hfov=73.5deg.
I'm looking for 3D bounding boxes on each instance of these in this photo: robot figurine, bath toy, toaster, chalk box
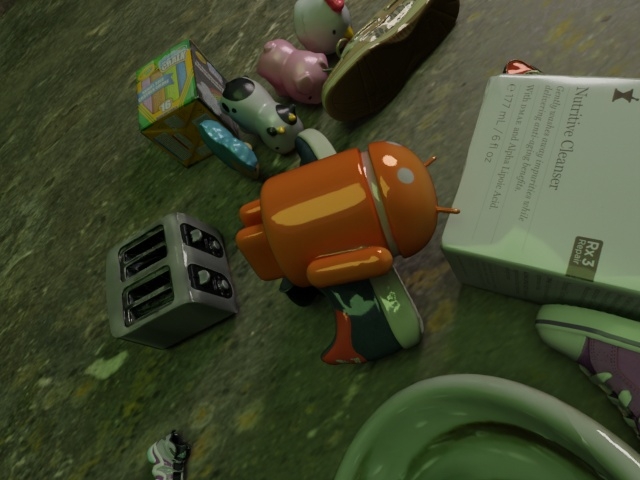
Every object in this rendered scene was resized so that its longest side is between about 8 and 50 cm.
[{"bbox_3d":[0.024,-0.028,0.449,0.220,0.158,0.128,-17,93,12],"label":"robot figurine"},{"bbox_3d":[-0.052,-0.273,0.723,0.348,0.151,0.129,-56,19,-9],"label":"bath toy"},{"bbox_3d":[-0.242,0.068,0.683,0.186,0.110,0.167,-27,59,14],"label":"toaster"},{"bbox_3d":[-0.259,-0.277,0.826,0.132,0.132,0.212,-25,59,15],"label":"chalk box"}]

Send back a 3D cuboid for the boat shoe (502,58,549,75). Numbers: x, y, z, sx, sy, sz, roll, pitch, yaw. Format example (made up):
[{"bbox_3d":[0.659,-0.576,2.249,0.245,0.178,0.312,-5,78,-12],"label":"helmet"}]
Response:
[{"bbox_3d":[0.291,-0.204,0.579,0.049,0.043,0.136,-29,58,15],"label":"boat shoe"}]

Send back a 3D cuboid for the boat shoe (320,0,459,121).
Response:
[{"bbox_3d":[0.100,-0.304,0.688,0.285,0.104,0.089,-43,52,-9],"label":"boat shoe"}]

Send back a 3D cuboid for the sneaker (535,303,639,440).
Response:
[{"bbox_3d":[0.309,0.175,0.376,0.282,0.102,0.161,29,86,32],"label":"sneaker"}]

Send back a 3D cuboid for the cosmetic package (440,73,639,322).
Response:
[{"bbox_3d":[0.340,-0.021,0.408,0.385,0.156,0.217,12,77,30],"label":"cosmetic package"}]

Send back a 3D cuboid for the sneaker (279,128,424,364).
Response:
[{"bbox_3d":[0.000,0.000,0.580,0.148,0.131,0.349,-27,60,9],"label":"sneaker"}]

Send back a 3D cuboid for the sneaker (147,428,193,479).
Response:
[{"bbox_3d":[-0.201,0.313,0.599,0.069,0.038,0.098,-43,58,5],"label":"sneaker"}]

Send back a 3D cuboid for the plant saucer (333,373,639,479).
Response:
[{"bbox_3d":[0.141,0.318,0.339,0.400,0.101,0.400,-39,40,43],"label":"plant saucer"}]
